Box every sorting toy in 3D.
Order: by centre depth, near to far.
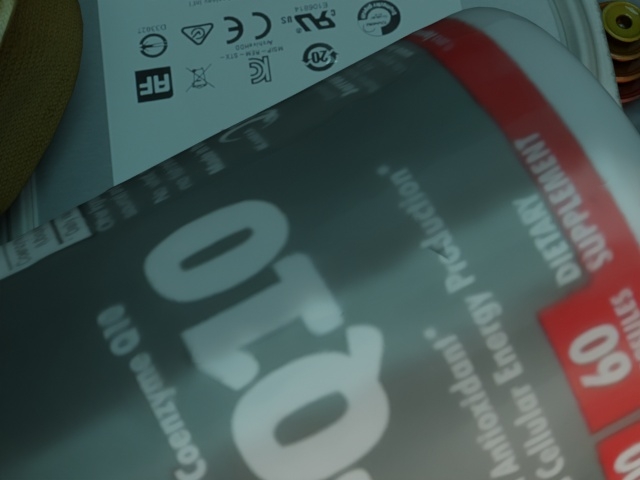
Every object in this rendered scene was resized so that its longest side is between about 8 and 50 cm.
[{"bbox_3d":[0.105,-0.067,0.724,0.061,0.042,0.102,31,64,8],"label":"sorting toy"}]

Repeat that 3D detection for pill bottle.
[{"bbox_3d":[-0.038,0.065,0.492,0.283,0.161,0.161,-28,71,-7],"label":"pill bottle"}]

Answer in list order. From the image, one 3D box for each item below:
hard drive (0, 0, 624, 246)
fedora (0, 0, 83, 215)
[{"bbox_3d":[0.000,0.000,0.642,0.237,0.064,0.339,-8,66,2],"label":"hard drive"},{"bbox_3d":[-0.139,-0.064,0.610,0.079,0.194,0.194,32,54,-41],"label":"fedora"}]
